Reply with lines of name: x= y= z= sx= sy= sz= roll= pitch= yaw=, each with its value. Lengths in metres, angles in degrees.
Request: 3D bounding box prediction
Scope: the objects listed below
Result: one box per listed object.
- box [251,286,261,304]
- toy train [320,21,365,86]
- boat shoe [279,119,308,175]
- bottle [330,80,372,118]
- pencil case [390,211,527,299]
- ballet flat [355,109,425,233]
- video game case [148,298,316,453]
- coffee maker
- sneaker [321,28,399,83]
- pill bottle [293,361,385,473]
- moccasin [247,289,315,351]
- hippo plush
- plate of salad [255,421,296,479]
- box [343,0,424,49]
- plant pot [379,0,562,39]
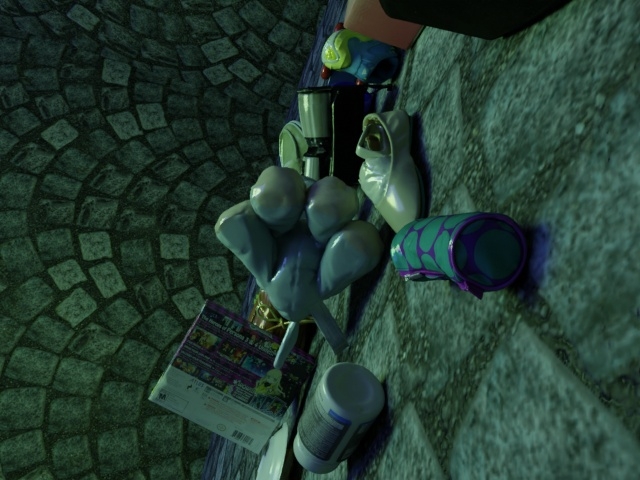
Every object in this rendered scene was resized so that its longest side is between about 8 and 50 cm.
box: x=-0.126 y=0.103 z=1.569 sx=0.114 sy=0.036 sz=0.207 roll=-42 pitch=-14 yaw=-41
toy train: x=0.058 y=-0.389 z=1.303 sx=0.143 sy=0.105 sz=0.248 roll=-72 pitch=2 yaw=-68
boat shoe: x=-0.037 y=-0.108 z=1.090 sx=0.109 sy=0.094 sz=0.302 roll=-40 pitch=60 yaw=50
bottle: x=0.018 y=-0.197 z=1.188 sx=0.118 sy=0.092 sz=0.283 roll=-40 pitch=-22 yaw=-51
pencil case: x=0.115 y=0.011 z=0.487 sx=0.070 sy=0.064 sz=0.151 roll=-59 pitch=8 yaw=-7
ballet flat: x=0.087 y=-0.101 z=0.752 sx=0.248 sy=0.086 sz=0.086 roll=-87 pitch=16 yaw=-48
video game case: x=-0.159 y=0.251 z=1.003 sx=0.210 sy=0.232 sz=0.042 roll=-59 pitch=10 yaw=8
coffee maker: x=0.043 y=-0.189 z=0.993 sx=0.120 sy=0.171 sz=0.178 roll=-46 pitch=-45 yaw=-69
sneaker: x=0.104 y=-0.353 z=1.052 sx=0.240 sy=0.126 sz=0.091 roll=-42 pitch=-15 yaw=-44
pill bottle: x=0.017 y=0.218 z=0.661 sx=0.078 sy=0.078 sz=0.137 roll=-88 pitch=18 yaw=-52
moccasin: x=-0.066 y=0.135 z=1.115 sx=0.147 sy=0.139 sz=0.380 roll=108 pitch=-177 yaw=-69
hippo plush: x=0.000 y=0.000 z=0.891 sx=0.294 sy=0.234 sz=0.236 roll=66 pitch=-160 yaw=-13
plate of salad: x=-0.082 y=0.422 z=0.965 sx=0.200 sy=0.048 sz=0.200 roll=-161 pitch=90 yaw=-82
box: x=0.137 y=-0.445 z=0.863 sx=0.232 sy=0.126 sz=0.149 roll=127 pitch=157 yaw=-64
plant pot: x=0.144 y=-0.299 z=0.517 sx=0.167 sy=0.188 sz=0.188 roll=88 pitch=-164 yaw=-81
